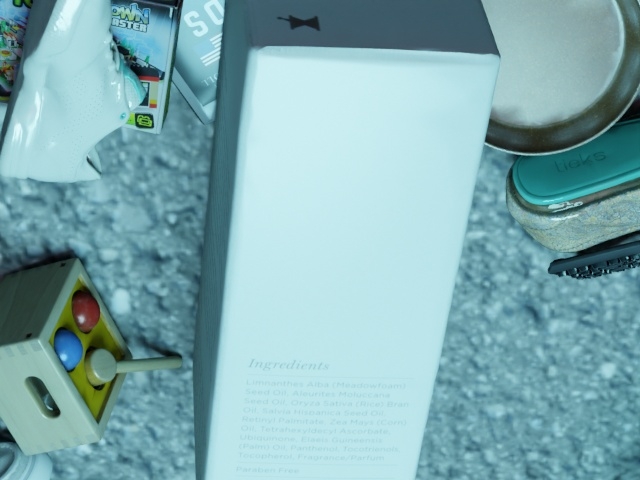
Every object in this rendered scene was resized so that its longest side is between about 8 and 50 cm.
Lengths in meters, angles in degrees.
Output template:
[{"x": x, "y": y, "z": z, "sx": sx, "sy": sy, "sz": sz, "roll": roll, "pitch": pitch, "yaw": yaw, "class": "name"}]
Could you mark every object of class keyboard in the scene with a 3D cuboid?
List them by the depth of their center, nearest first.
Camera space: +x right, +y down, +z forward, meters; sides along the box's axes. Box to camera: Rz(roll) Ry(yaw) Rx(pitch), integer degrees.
[{"x": 0.282, "y": 0.004, "z": 1.302, "sx": 0.180, "sy": 0.108, "sz": 0.023, "roll": -14, "pitch": 86, "yaw": 29, "class": "keyboard"}]

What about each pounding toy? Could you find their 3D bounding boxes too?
[{"x": -0.199, "y": 0.098, "z": 1.333, "sx": 0.100, "sy": 0.130, "sz": 0.141, "roll": -14, "pitch": 122, "yaw": 20, "class": "pounding toy"}]

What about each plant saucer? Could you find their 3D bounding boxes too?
[{"x": 0.165, "y": -0.148, "z": 1.236, "sx": 0.168, "sy": 0.029, "sz": 0.168, "roll": 1, "pitch": 111, "yaw": 1, "class": "plant saucer"}]

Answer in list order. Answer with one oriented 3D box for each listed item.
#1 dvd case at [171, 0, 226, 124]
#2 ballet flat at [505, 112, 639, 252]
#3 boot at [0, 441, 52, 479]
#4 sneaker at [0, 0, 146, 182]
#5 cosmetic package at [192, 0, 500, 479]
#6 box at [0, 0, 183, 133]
[{"x": -0.075, "y": -0.219, "z": 1.194, "sx": 0.179, "sy": 0.029, "sz": 0.238, "roll": -28, "pitch": 118, "yaw": 14, "class": "dvd case"}, {"x": 0.303, "y": -0.063, "z": 1.279, "sx": 0.316, "sy": 0.107, "sz": 0.106, "roll": -13, "pitch": 141, "yaw": 11, "class": "ballet flat"}, {"x": -0.369, "y": 0.218, "z": 1.405, "sx": 0.258, "sy": 0.095, "sz": 0.123, "roll": -27, "pitch": 126, "yaw": 14, "class": "boot"}, {"x": -0.166, "y": -0.125, "z": 1.158, "sx": 0.094, "sy": 0.080, "sz": 0.212, "roll": 12, "pitch": 134, "yaw": -16, "class": "sneaker"}, {"x": 0.000, "y": 0.000, "z": 1.192, "sx": 0.162, "sy": 0.230, "sz": 0.453, "roll": 2, "pitch": 127, "yaw": -8, "class": "cosmetic package"}, {"x": -0.210, "y": -0.154, "z": 1.202, "sx": 0.207, "sy": 0.036, "sz": 0.114, "roll": 11, "pitch": 126, "yaw": -1, "class": "box"}]
